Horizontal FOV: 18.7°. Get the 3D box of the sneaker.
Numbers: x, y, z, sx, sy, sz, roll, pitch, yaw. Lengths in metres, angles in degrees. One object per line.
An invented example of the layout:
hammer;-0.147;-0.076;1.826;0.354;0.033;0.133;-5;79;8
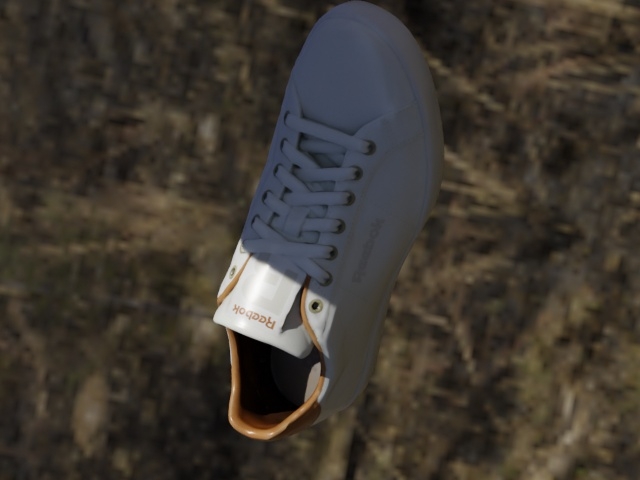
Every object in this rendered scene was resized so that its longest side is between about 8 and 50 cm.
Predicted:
sneaker;0.000;0.000;1.204;0.123;0.106;0.290;-34;-43;-54
